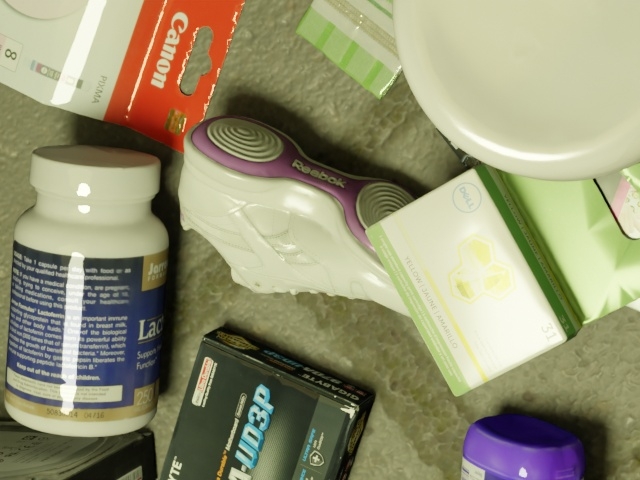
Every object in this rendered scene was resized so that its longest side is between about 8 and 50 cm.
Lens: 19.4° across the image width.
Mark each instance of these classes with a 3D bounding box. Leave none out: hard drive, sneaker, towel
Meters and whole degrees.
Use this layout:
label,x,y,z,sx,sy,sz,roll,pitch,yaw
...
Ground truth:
label,x,y,z,sx,sy,sz,roll,pitch,yaw
hard drive,-0.366,0.236,1.868,0.339,0.237,0.064,0,99,23
sneaker,0.000,0.000,1.762,0.305,0.114,0.152,30,131,13
towel,0.058,-0.222,1.729,0.113,0.023,0.152,41,114,13

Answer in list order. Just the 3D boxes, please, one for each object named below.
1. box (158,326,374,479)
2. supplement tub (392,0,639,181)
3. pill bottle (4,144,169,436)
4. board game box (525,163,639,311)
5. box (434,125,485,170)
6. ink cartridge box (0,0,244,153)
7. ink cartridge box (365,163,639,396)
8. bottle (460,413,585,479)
label,x,y,z,sx,sy,sz,roll,pitch,yaw
box,-0.062,0.218,1.840,0.175,0.051,0.220,24,108,16
supplement tub,0.211,-0.173,1.397,0.241,0.331,0.241,3,97,21
pill bottle,-0.226,0.046,1.819,0.153,0.153,0.265,10,104,20
board game box,0.325,-0.086,1.602,0.224,0.097,0.303,24,106,17
box,0.155,-0.094,1.711,0.067,0.018,0.083,-39,84,23
ink cartridge box,-0.208,-0.209,1.820,0.232,0.066,0.189,27,109,20
ink cartridge box,0.178,0.008,1.602,0.235,0.056,0.171,-30,87,27
bottle,0.178,0.308,1.727,0.118,0.092,0.283,19,110,54
